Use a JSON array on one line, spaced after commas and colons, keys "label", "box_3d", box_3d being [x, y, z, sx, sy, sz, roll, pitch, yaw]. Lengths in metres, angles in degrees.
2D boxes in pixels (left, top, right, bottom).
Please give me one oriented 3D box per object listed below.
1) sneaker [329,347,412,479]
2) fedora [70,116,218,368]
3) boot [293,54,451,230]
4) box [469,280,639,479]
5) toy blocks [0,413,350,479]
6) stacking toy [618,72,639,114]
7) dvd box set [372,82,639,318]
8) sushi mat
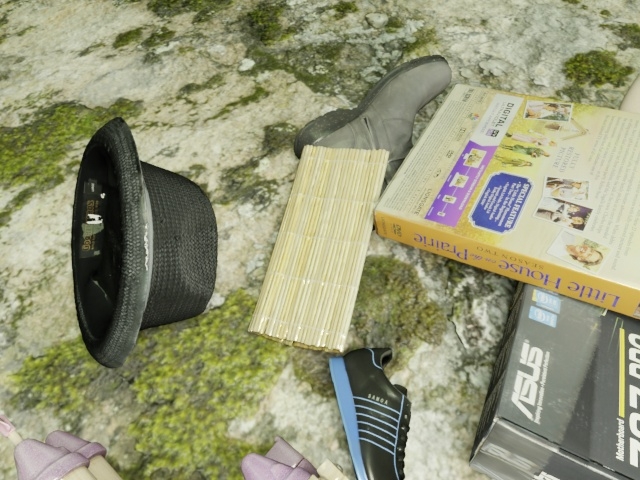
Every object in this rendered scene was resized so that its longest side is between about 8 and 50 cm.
[{"label": "sneaker", "box_3d": [0.077, 0.238, 0.643, 0.090, 0.081, 0.232, -14, 56, -2]}, {"label": "fedora", "box_3d": [-0.234, 0.001, 0.722, 0.152, 0.334, 0.334, 3, 50, -37]}, {"label": "boot", "box_3d": [0.144, -0.162, 0.904, 0.338, 0.118, 0.223, -36, 66, -10]}, {"label": "box", "box_3d": [0.379, 0.163, 0.623, 0.318, 0.097, 0.395, 22, 39, 16]}, {"label": "toy blocks", "box_3d": [-0.158, 0.262, 0.499, 0.260, 0.288, 0.309, 39, 67, 16]}, {"label": "stacking toy", "box_3d": [0.747, -0.196, 0.856, 0.480, 0.351, 0.350, -21, 58, -34]}, {"label": "dvd box set", "box_3d": [0.326, -0.072, 0.710, 0.420, 0.062, 0.308, 18, 58, 26]}, {"label": "sushi mat", "box_3d": [0.000, 0.000, 0.771, 0.151, 0.019, 0.317, 6, 68, 23]}]
